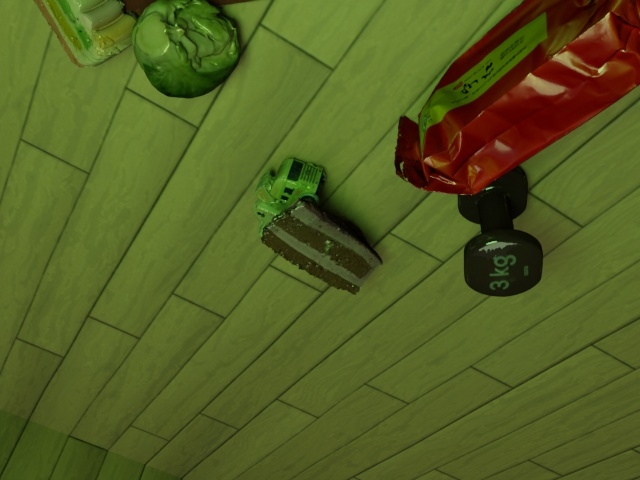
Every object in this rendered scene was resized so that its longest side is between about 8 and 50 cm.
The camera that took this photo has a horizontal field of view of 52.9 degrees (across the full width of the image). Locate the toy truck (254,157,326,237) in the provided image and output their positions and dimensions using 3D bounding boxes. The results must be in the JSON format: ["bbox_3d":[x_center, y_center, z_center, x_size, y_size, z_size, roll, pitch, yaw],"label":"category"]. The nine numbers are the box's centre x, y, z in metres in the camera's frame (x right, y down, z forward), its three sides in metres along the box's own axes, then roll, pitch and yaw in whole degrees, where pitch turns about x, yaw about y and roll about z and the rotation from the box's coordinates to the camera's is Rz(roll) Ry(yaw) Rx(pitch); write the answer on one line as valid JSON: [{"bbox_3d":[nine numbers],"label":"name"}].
[{"bbox_3d":[-0.072,-0.074,1.239,0.116,0.085,0.191,22,137,-7],"label":"toy truck"}]

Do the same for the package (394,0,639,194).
[{"bbox_3d":[0.282,-0.224,0.933,0.123,0.196,0.423,33,133,-22],"label":"package"}]

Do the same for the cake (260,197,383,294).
[{"bbox_3d":[0.000,0.000,1.220,0.116,0.113,0.295,-42,144,13],"label":"cake"}]

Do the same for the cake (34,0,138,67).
[{"bbox_3d":[-0.393,-0.369,0.988,0.109,0.090,0.225,-9,133,46],"label":"cake"}]

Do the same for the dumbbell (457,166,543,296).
[{"bbox_3d":[0.304,-0.024,1.107,0.123,0.225,0.140,-2,132,10],"label":"dumbbell"}]

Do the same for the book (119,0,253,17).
[{"bbox_3d":[-0.223,-0.497,0.880,0.262,0.028,0.374,-3,134,14],"label":"book"}]

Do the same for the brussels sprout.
[{"bbox_3d":[-0.214,-0.292,0.993,0.145,0.131,0.183,-9,178,42],"label":"brussels sprout"}]
